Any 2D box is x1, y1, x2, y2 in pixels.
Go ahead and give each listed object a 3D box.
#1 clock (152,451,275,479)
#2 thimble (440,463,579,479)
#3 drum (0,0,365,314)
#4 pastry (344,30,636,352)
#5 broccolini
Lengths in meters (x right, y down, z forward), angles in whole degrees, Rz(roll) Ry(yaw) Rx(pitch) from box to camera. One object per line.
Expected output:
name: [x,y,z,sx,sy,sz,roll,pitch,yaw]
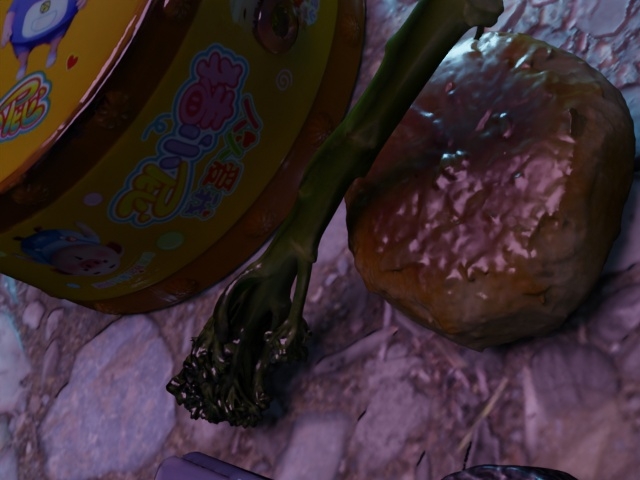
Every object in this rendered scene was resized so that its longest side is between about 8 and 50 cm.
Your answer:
clock: [-0.054,0.236,0.720,0.073,0.145,0.193,9,76,44]
thimble: [0.108,0.167,0.668,0.095,0.066,0.104,-56,44,7]
drum: [-0.183,-0.161,0.993,0.431,0.214,0.431,-19,57,33]
pastry: [0.103,-0.033,0.755,0.182,0.093,0.192,22,84,44]
broccolini: [0.004,-0.001,0.741,0.079,0.074,0.392,-52,-2,-45]
